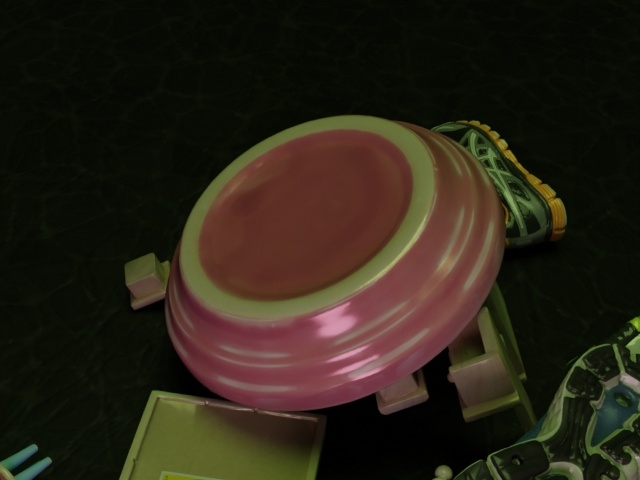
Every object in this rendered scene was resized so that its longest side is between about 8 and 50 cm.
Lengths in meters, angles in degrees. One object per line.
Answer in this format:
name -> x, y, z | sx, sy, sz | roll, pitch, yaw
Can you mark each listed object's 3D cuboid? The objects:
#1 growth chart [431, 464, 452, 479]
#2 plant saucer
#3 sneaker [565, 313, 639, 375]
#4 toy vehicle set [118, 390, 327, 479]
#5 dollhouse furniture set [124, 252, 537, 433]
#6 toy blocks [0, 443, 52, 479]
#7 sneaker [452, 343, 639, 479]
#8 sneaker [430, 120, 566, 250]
growth chart -> 0.188, 0.266, 1.173 | 0.237, 0.021, 0.172 | 8, 38, 6
plant saucer -> 0.000, 0.000, 1.258 | 0.332, 0.084, 0.332 | -16, 44, 15
sneaker -> 0.399, 0.113, 1.337 | 0.384, 0.145, 0.147 | -21, 75, -34
toy vehicle set -> -0.094, 0.239, 1.165 | 0.166, 0.035, 0.267 | 8, 37, 5
dollhouse furniture set -> 0.005, 0.116, 1.334 | 0.355, 0.174, 0.303 | -21, 42, 10
toy blocks -> -0.316, 0.206, 1.169 | 0.123, 0.054, 0.148 | 29, 43, 28
sneaker -> 0.174, 0.224, 1.095 | 0.129, 0.147, 0.330 | 39, 47, 19
sneaker -> 0.183, -0.064, 1.566 | 0.083, 0.084, 0.215 | -24, 46, -26
